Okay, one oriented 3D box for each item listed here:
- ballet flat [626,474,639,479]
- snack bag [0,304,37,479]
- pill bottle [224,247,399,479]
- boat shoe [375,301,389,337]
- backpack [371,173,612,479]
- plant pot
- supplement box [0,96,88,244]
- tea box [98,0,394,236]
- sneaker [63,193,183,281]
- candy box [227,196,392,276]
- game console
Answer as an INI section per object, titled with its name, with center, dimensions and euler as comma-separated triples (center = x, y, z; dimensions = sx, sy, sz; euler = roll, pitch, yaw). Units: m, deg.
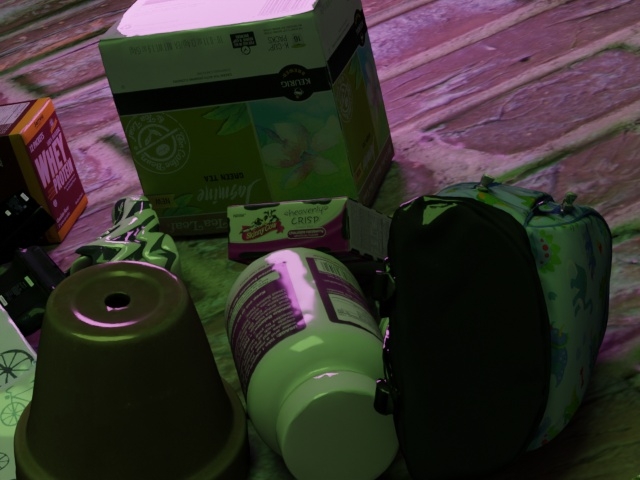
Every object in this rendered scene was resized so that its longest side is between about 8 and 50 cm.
[ballet flat]
center = 0.260, 0.266, 1.367
dimensions = 0.241, 0.091, 0.077
euler = -16, 5, -10
[snack bag]
center = -0.452, 0.219, 1.759
dimensions = 0.323, 0.037, 0.342
euler = -27, 47, -20
[pill bottle]
center = -0.006, 0.142, 1.636
dimensions = 0.169, 0.169, 0.301
euler = -17, 27, -3
[boat shoe]
center = 0.113, 0.081, 1.801
dimensions = 0.081, 0.079, 0.227
euler = -5, 22, 33
[backpack]
center = 0.188, 0.068, 1.572
dimensions = 0.273, 0.290, 0.355
euler = -3, 7, 3
[plant pot]
center = -0.210, 0.155, 1.595
dimensions = 0.263, 0.229, 0.263
euler = -1, 35, 1
[supplement box]
center = -0.496, -0.098, 2.312
dimensions = 0.194, 0.191, 0.129
euler = -7, 28, 17
[tea box]
center = -0.098, -0.201, 2.157
dimensions = 0.329, 0.324, 0.220
euler = -6, 28, 20
[sneaker]
center = -0.299, 0.015, 2.103
dimensions = 0.153, 0.094, 0.235
euler = -15, 36, -18
[candy box]
center = 0.000, 0.000, 1.871
dimensions = 0.159, 0.071, 0.233
euler = -4, -10, 19
[game console]
center = -0.442, 0.053, 2.085
dimensions = 0.213, 0.044, 0.361
euler = -45, 32, -6
